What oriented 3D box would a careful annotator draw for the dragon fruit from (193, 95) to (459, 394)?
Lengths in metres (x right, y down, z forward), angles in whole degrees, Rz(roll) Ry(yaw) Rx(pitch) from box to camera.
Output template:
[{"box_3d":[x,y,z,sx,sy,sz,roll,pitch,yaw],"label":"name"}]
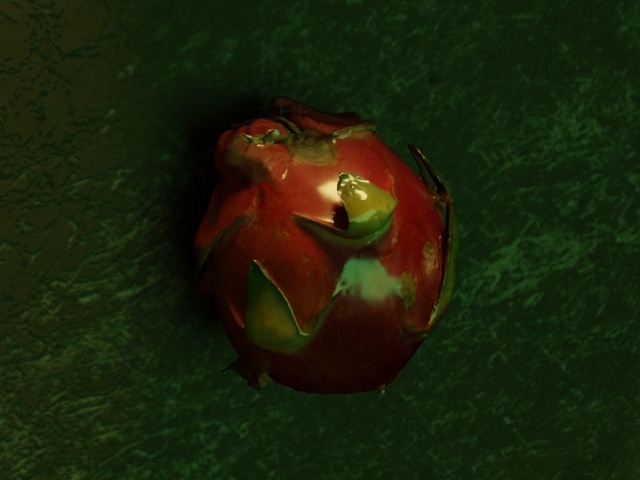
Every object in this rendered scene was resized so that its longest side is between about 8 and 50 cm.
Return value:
[{"box_3d":[0.003,0.005,1.460,0.224,0.224,0.227,-12,115,-34],"label":"dragon fruit"}]
